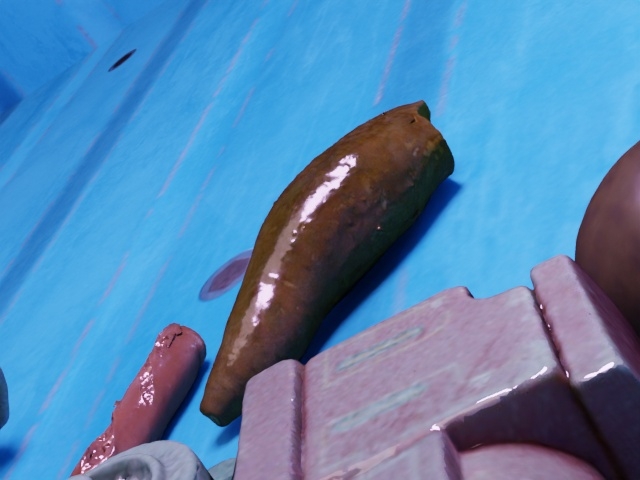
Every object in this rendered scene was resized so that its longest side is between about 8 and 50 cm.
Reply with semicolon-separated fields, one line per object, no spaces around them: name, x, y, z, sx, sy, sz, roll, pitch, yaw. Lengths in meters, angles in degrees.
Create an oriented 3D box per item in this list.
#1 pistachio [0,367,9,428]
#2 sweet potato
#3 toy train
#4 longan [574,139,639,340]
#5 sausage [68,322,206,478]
pistachio;-0.369;0.124;0.915;0.321;0.238;0.229;-7;37;20
sweet potato;0.000;0.000;0.778;0.244;0.077;0.077;-48;22;-28
toy train;0.015;0.133;0.364;0.221;0.150;0.304;-28;20;11
longan;0.147;0.006;0.484;0.113;0.092;0.113;-12;41;11
sausage;-0.108;0.108;0.789;0.036;0.042;0.158;13;44;16
